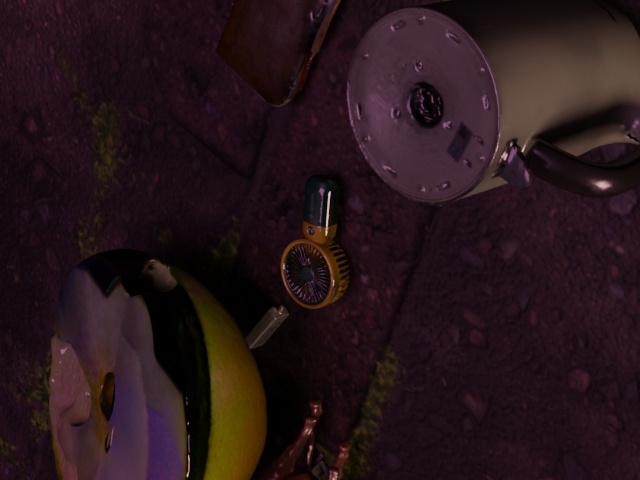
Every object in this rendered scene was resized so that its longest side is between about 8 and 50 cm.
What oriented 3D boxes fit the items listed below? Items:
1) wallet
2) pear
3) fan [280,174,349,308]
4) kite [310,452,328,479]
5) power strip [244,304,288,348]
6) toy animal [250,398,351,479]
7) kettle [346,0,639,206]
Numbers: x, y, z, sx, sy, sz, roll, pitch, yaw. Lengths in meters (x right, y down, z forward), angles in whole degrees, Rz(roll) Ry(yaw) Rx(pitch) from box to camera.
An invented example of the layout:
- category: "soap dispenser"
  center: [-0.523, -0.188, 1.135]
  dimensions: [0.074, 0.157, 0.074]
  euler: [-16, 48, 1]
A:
- category: "wallet"
  center: [-0.036, -0.270, 1.596]
  dimensions: [0.137, 0.031, 0.255]
  euler: [43, 130, 24]
- category: "pear"
  center: [-0.182, 0.202, 1.769]
  dimensions: [0.399, 0.165, 0.399]
  euler: [1, 91, 56]
- category: "fan"
  center: [0.000, 0.000, 1.651]
  dimensions: [0.082, 0.039, 0.155]
  euler: [23, 118, 37]
- category: "kite"
  center: [0.021, 0.367, 1.782]
  dimensions: [0.250, 0.012, 0.229]
  euler: [5, 108, 42]
- category: "power strip"
  center: [-0.065, 0.103, 1.757]
  dimensions: [0.017, 0.027, 0.083]
  euler: [55, 134, 15]
- category: "toy animal"
  center: [-0.057, 0.277, 1.785]
  dimensions: [0.224, 0.066, 0.229]
  euler: [58, 134, 34]
- category: "kettle"
  center: [0.183, -0.117, 1.278]
  dimensions: [0.240, 0.255, 0.165]
  euler: [43, 127, 27]
